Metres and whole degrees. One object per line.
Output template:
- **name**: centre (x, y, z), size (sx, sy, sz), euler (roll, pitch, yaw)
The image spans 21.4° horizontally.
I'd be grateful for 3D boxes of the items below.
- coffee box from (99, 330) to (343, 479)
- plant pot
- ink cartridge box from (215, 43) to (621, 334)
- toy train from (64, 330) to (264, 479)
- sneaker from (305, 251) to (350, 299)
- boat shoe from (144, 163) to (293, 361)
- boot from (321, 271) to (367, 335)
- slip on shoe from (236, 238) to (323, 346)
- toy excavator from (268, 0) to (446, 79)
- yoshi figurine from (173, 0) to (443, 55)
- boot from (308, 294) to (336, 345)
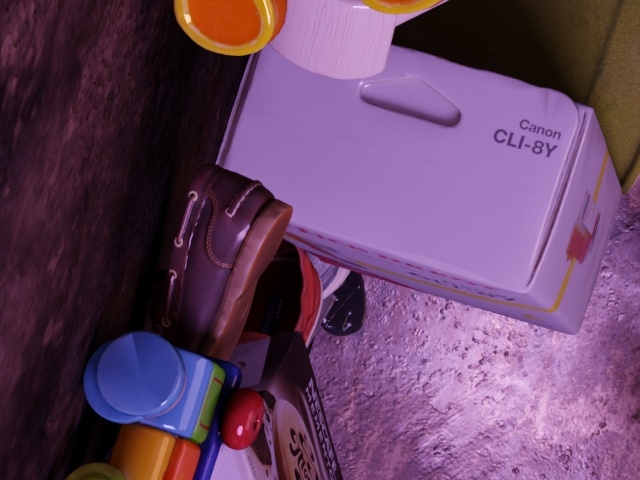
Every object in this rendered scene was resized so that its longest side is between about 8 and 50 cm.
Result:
- **coffee box**: centre (-0.067, 0.196, 1.328), size (0.297, 0.119, 0.168), euler (-61, 136, -76)
- **plant pot**: centre (0.188, -0.272, 1.677), size (0.366, 0.353, 0.366), euler (17, 90, -87)
- **ink cartridge box**: centre (0.097, -0.043, 1.475), size (0.384, 0.279, 0.160), euler (32, 76, -74)
- **toy train**: centre (-0.127, 0.180, 1.074), size (0.143, 0.105, 0.248), euler (56, 50, -72)
- **sneaker**: centre (-0.012, -0.069, 1.778), size (0.122, 0.110, 0.283), euler (70, 29, -62)
- **boat shoe**: centre (-0.084, 0.038, 1.182), size (0.073, 0.073, 0.207), euler (-47, 163, -58)
- **boot**: centre (-0.002, 0.001, 2.135), size (0.178, 0.085, 0.236), euler (171, -87, -79)
- **slip on shoe**: centre (-0.072, 0.130, 1.593), size (0.101, 0.123, 0.331), euler (78, 23, -51)
- **toy excavator**: centre (0.132, -0.329, 1.325), size (0.222, 0.433, 0.445), euler (103, -23, -50)
- **yoshi figurine**: centre (0.035, -0.235, 0.995), size (0.203, 0.203, 0.362), euler (-55, -168, 43)
- **boot**: centre (-0.052, 0.138, 1.791), size (0.208, 0.076, 0.189), euler (-53, -170, 1)
